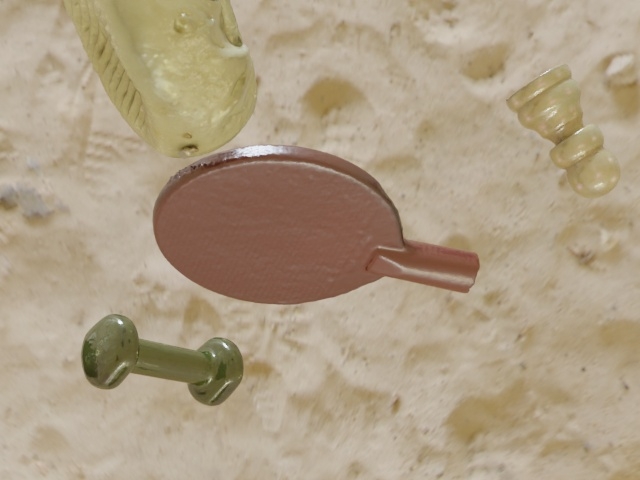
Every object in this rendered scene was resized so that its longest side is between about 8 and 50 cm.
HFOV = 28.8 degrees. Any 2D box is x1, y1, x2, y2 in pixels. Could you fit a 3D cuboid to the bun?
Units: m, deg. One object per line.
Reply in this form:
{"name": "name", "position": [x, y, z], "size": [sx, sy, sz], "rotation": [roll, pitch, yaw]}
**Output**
{"name": "bun", "position": [-0.160, -0.215, 1.315], "size": [0.160, 0.259, 0.259], "rotation": [-32, 77, -17]}

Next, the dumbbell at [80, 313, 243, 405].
{"name": "dumbbell", "position": [-0.108, 0.084, 0.864], "size": [0.052, 0.118, 0.046], "rotation": [-45, 51, 26]}

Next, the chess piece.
{"name": "chess piece", "position": [0.320, -0.132, 1.592], "size": [0.094, 0.094, 0.170], "rotation": [-31, 85, -13]}

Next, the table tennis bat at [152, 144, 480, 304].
{"name": "table tennis bat", "position": [0.000, 0.000, 1.519], "size": [0.415, 0.268, 0.051], "rotation": [12, 47, -17]}
